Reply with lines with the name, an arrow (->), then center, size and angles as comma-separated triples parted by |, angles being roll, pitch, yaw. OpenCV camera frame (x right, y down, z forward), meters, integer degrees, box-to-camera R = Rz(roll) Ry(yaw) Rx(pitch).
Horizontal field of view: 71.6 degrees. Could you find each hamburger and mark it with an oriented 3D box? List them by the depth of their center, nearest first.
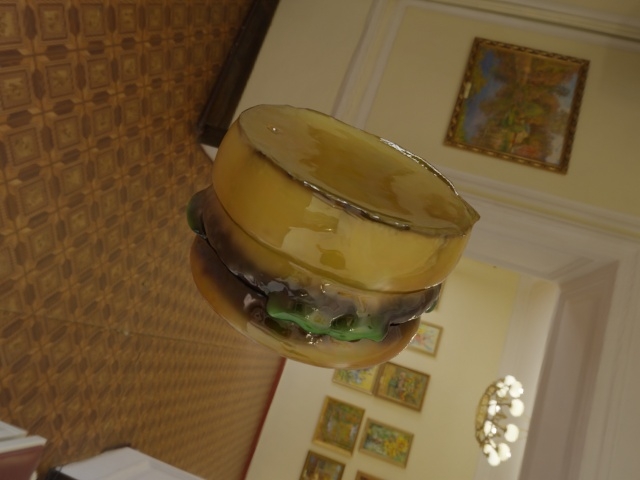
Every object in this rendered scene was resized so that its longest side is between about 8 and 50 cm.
hamburger -> 0.000, 0.000, 0.651 | 0.277, 0.396, 0.396 | -66, 174, 27
